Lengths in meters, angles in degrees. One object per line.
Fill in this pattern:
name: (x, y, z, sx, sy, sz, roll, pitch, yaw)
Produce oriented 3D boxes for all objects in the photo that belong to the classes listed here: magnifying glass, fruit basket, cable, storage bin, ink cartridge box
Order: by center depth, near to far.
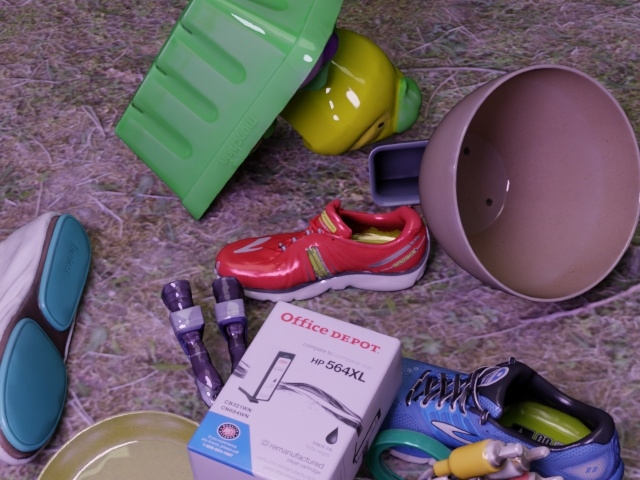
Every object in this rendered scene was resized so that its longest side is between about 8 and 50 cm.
ink cartridge box: (-0.021, 0.176, 1.181, 0.148, 0.086, 0.203, 17, 52, 19)
cable: (0.112, 0.256, 1.199, 0.287, 0.139, 0.072, -9, 53, 35)
magnifying glass: (0.159, 0.260, 1.227, 0.231, 0.092, 0.026, 20, 44, 10)
fruit basket: (-0.039, -0.200, 1.564, 0.392, 0.392, 0.283, 7, 45, 12)
storage bin: (0.132, -0.097, 1.593, 0.135, 0.098, 0.091, -6, 16, -1)

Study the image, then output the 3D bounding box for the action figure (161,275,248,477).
action figure: (-0.101, 0.177, 1.318, 0.185, 0.099, 0.285, -9, 59, -14)

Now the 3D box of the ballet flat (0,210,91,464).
ballet flat: (-0.370, 0.121, 1.391, 0.139, 0.139, 0.400, -2, 40, 2)

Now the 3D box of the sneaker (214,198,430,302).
sneaker: (0.000, 0.000, 1.473, 0.279, 0.118, 0.107, -7, 43, -2)

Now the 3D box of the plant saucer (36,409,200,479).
plant saucer: (-0.189, 0.297, 1.199, 0.241, 0.037, 0.241, -3, 63, 6)

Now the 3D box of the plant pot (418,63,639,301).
plant pot: (0.234, -0.072, 1.456, 0.284, 0.284, 0.191, -29, 15, -23)

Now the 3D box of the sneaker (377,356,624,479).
sneaker: (0.173, 0.176, 1.259, 0.330, 0.147, 0.130, 15, 47, 21)
